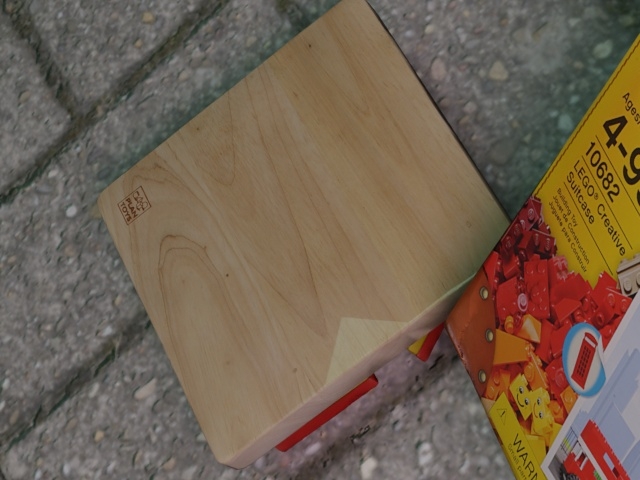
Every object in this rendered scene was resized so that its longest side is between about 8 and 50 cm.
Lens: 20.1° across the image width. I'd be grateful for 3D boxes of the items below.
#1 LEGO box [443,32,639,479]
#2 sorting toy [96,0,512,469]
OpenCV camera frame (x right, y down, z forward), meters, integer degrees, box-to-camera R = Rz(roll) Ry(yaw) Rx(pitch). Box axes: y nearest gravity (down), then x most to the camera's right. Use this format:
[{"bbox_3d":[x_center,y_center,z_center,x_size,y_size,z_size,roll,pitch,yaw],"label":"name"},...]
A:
[{"bbox_3d":[0.303,0.123,0.888,0.372,0.193,0.500,-61,42,42],"label":"LEGO box"},{"bbox_3d":[0.000,0.000,1.296,0.255,0.089,0.257,-37,55,12],"label":"sorting toy"}]
